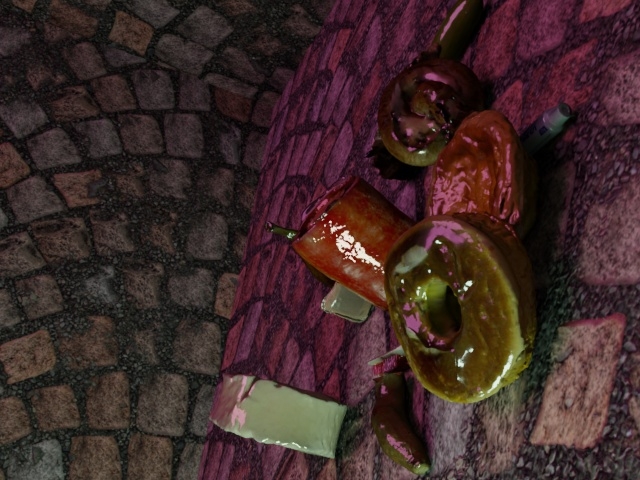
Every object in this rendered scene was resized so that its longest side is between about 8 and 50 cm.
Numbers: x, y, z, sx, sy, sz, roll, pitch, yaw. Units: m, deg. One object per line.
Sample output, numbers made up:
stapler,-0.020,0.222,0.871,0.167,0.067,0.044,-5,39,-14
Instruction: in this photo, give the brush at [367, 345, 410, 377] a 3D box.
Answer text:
brush,0.193,0.247,1.811,0.321,0.060,0.050,136,136,-59

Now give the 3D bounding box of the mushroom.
mushroom,0.261,-0.285,1.914,0.263,0.195,0.283,-35,25,0

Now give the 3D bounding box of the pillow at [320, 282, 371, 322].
pillow,0.096,0.106,2.158,0.034,0.135,0.211,-127,59,-71

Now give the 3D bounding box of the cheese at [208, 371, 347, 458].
cheese,-0.108,0.436,2.109,0.292,0.332,0.153,120,165,-77

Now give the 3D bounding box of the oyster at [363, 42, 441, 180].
oyster,0.246,-0.317,2.130,0.361,0.096,0.221,-65,-21,7

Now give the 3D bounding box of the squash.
squash,0.329,-0.505,2.145,0.082,0.082,0.292,-93,25,-53

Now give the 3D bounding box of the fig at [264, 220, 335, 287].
fig,0.000,0.000,2.257,0.217,0.320,0.217,-55,20,32

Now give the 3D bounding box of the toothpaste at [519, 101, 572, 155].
toothpaste,0.394,-0.179,1.634,0.297,0.048,0.075,130,153,-60

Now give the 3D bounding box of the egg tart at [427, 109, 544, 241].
egg tart,0.318,-0.079,1.581,0.341,0.129,0.341,-171,90,-70

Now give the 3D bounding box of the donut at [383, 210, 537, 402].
donut,0.247,0.108,1.453,0.330,0.160,0.330,13,108,44

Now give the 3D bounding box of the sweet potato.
sweet potato,0.157,0.378,1.729,0.112,0.085,0.286,-61,19,21

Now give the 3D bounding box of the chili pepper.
chili pepper,0.108,0.001,2.017,0.251,0.305,0.229,-52,14,19
